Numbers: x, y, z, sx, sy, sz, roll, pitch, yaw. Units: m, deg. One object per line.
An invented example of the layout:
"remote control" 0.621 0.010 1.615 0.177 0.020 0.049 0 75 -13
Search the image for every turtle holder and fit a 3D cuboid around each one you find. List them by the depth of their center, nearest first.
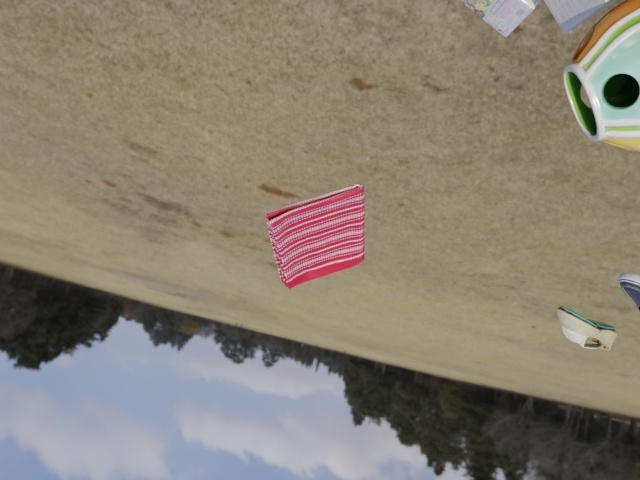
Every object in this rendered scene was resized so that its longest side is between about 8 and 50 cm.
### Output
"turtle holder" 0.543 -0.240 0.919 0.228 0.243 0.320 -23 122 11

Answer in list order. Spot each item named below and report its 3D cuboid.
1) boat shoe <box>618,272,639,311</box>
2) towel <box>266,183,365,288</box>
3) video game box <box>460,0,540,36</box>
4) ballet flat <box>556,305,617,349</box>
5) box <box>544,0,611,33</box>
"boat shoe" 0.600 0.138 0.999 0.183 0.083 0.065 36 169 6
"towel" 0.000 0.000 1.153 0.199 0.031 0.274 -19 148 -7
"video game box" 0.423 -0.598 1.369 0.187 0.048 0.205 36 -177 -1
"ballet flat" 0.685 0.237 1.460 0.249 0.086 0.086 20 169 -31
"box" 0.510 -0.500 1.079 0.130 0.091 0.170 58 179 -3
